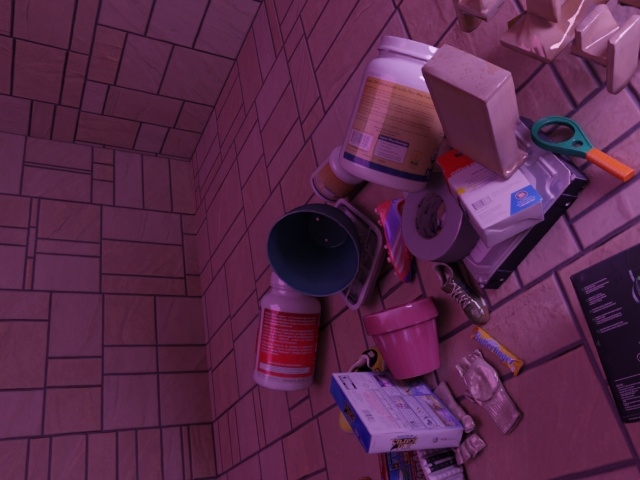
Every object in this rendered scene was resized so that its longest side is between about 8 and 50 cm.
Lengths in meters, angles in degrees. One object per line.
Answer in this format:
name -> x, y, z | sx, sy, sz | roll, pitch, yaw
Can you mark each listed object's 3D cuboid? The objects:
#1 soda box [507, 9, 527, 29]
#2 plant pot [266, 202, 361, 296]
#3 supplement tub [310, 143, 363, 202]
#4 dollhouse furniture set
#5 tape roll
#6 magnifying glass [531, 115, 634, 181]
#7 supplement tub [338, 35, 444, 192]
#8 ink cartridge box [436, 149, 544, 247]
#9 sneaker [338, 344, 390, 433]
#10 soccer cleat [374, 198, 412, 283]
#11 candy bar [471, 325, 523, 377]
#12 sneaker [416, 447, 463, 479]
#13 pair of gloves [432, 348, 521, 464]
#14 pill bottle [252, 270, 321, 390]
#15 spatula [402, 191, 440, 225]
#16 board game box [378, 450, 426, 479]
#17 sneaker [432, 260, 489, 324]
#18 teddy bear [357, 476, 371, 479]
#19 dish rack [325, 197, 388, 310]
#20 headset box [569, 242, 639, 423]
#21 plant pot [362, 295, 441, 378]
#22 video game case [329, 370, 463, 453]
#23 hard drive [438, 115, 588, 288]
soda box -> 0.502, -0.491, 1.191 | 0.181, 0.058, 0.062 | -17, 72, 58
plant pot -> 0.000, 0.000, 1.692 | 0.290, 0.290, 0.195 | -64, -3, 32
supplement tub -> 0.070, -0.230, 1.834 | 0.199, 0.144, 0.145 | -41, 50, 51
dollhouse furniture set -> 0.417, -0.362, 1.065 | 0.394, 0.256, 0.362 | -47, 54, -3
tape roll -> 0.295, -0.056, 1.338 | 0.219, 0.072, 0.220 | -17, 71, 58
magnifying glass -> 0.524, -0.186, 1.093 | 0.231, 0.092, 0.026 | 49, 166, 43
supplement tub -> 0.188, -0.294, 1.276 | 0.228, 0.228, 0.317 | 41, 119, 56
ink cartridge box -> 0.359, -0.113, 1.168 | 0.134, 0.078, 0.231 | -27, 50, 7
sneaker -> 0.122, 0.436, 1.621 | 0.145, 0.147, 0.385 | 58, 135, 45
soccer cleat -> 0.232, -0.002, 1.572 | 0.095, 0.083, 0.248 | -19, 77, 15
candy bar -> 0.410, 0.255, 1.266 | 0.161, 0.018, 0.040 | 44, 123, 54
sneaker -> 0.304, 0.614, 1.316 | 0.292, 0.109, 0.118 | -113, 31, -42
pair of gloves -> 0.359, 0.399, 1.309 | 0.240, 0.042, 0.204 | -60, 37, 35
pill bottle -> -0.117, 0.323, 1.988 | 0.229, 0.228, 0.409 | 9, 93, 61
spatula -> 0.275, -0.101, 1.511 | 0.168, 0.019, 0.242 | 109, 158, -51
board game box -> 0.220, 0.570, 1.421 | 0.027, 0.144, 0.282 | 139, 129, -57
sneaker -> 0.338, 0.126, 1.347 | 0.064, 0.086, 0.192 | -57, 39, 40
teddy bear -> 0.134, 0.865, 1.563 | 0.245, 0.113, 0.338 | -47, 46, 44
dish rack -> 0.113, 0.040, 1.786 | 0.333, 0.072, 0.286 | 47, 126, 53
headset box -> 0.577, 0.125, 0.872 | 0.246, 0.131, 0.283 | -44, 48, 50
plant pot -> 0.229, 0.260, 1.434 | 0.201, 0.201, 0.181 | -26, 78, 57
video game case -> 0.181, 0.423, 1.364 | 0.269, 0.244, 0.061 | -136, 51, -65
hard drive -> 0.426, -0.084, 1.253 | 0.339, 0.064, 0.237 | -60, 37, 35
